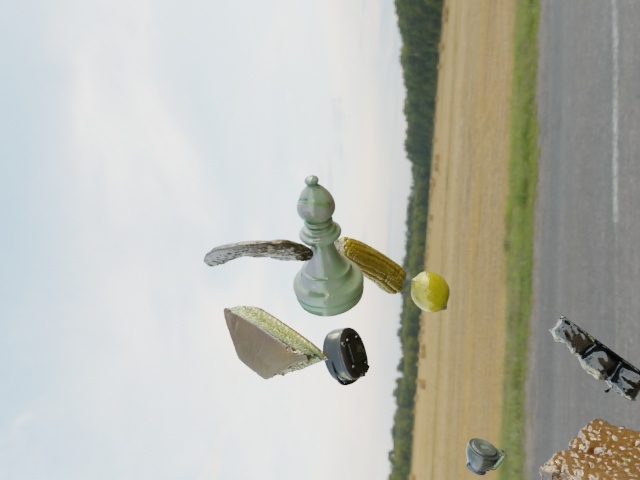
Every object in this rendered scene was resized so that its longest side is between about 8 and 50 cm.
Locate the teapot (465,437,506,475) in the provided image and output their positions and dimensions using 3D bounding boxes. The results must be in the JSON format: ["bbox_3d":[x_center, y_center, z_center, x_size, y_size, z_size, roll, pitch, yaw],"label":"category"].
[{"bbox_3d":[0.336,0.446,1.294,0.066,0.088,0.057,-121,45,-62],"label":"teapot"}]

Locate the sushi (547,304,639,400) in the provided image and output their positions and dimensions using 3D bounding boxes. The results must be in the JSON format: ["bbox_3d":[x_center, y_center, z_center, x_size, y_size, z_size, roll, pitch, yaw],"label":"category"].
[{"bbox_3d":[0.723,0.320,1.661,0.100,0.373,0.296,-54,-16,7],"label":"sushi"}]

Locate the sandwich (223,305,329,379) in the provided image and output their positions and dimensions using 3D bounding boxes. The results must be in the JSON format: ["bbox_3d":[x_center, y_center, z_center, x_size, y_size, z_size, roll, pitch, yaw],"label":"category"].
[{"bbox_3d":[-0.100,0.217,1.307,0.094,0.258,0.096,-7,-64,-44],"label":"sandwich"}]

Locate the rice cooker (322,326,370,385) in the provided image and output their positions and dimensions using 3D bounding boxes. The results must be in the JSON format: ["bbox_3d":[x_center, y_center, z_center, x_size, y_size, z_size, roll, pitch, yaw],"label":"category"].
[{"bbox_3d":[0.074,0.336,1.845,0.112,0.106,0.165,-10,-103,-45],"label":"rice cooker"}]

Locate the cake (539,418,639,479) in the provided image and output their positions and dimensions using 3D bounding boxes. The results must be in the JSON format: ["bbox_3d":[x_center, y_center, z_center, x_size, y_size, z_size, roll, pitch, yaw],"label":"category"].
[{"bbox_3d":[0.683,0.597,1.408,0.282,0.256,0.290,-27,-70,-30],"label":"cake"}]

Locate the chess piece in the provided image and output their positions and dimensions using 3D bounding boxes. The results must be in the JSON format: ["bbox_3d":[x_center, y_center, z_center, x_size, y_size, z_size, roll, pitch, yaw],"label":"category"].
[{"bbox_3d":[0.000,0.000,1.168,0.139,0.139,0.271,-74,-22,-53],"label":"chess piece"}]

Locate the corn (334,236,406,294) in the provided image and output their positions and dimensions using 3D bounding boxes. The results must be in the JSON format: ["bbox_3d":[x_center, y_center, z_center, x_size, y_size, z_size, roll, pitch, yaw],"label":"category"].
[{"bbox_3d":[0.156,0.072,1.949,0.313,0.102,0.101,34,-127,-39],"label":"corn"}]

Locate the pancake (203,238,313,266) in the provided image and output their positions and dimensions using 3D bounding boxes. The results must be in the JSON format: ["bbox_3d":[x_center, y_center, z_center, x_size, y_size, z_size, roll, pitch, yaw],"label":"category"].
[{"bbox_3d":[-0.105,0.026,1.116,0.191,0.184,0.020,9,-110,-37],"label":"pancake"}]

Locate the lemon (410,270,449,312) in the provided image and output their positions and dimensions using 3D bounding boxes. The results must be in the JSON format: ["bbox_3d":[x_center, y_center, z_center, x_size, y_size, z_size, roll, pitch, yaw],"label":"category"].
[{"bbox_3d":[0.316,0.149,1.813,0.109,0.133,0.109,-45,8,8],"label":"lemon"}]
